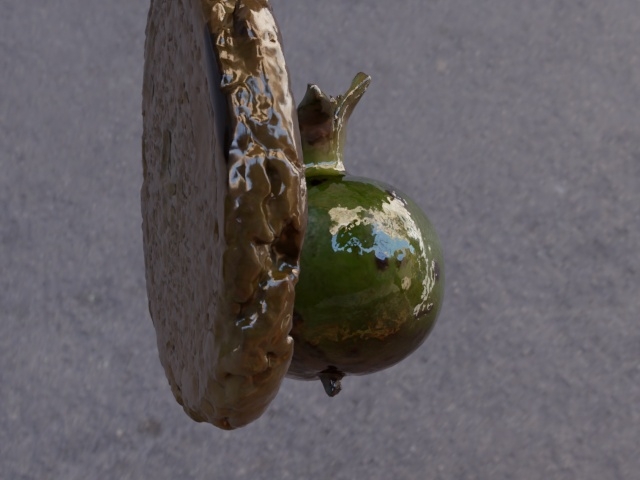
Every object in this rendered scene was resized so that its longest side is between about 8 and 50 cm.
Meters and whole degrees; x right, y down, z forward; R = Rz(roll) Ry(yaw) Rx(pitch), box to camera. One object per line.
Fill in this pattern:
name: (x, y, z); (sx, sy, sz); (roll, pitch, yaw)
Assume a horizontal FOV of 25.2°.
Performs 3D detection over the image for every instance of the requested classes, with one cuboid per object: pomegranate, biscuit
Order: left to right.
biscuit: (-0.049, -0.023, 0.655); (0.042, 0.226, 0.226); (-3, 60, -17)
pomegranate: (-0.005, 0.003, 0.848); (0.148, 0.148, 0.169); (-26, 88, -31)
